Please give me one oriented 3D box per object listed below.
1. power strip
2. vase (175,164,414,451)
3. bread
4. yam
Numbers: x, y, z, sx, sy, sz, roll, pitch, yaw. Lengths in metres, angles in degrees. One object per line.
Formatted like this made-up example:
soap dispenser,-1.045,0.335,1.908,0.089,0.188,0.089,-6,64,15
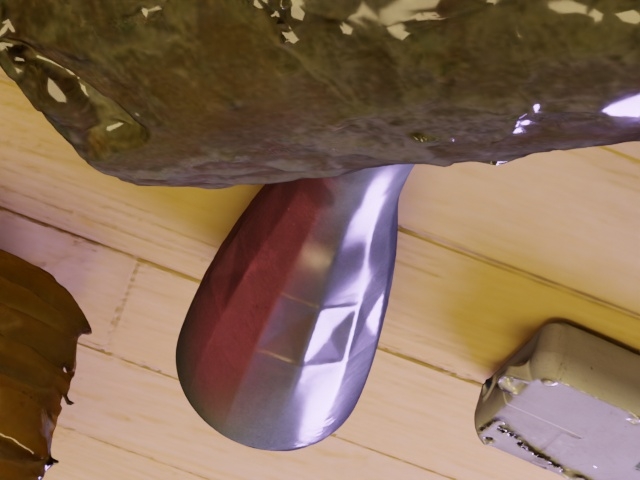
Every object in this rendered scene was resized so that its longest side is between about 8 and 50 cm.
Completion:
power strip,0.164,0.098,0.841,0.192,0.035,0.081,23,147,-9
vase,0.000,0.000,0.737,0.086,0.086,0.214,19,142,-3
bread,-0.202,0.116,0.859,0.142,0.227,0.253,23,153,-3
yam,0.025,-0.102,0.506,0.304,0.168,0.168,-5,140,27
